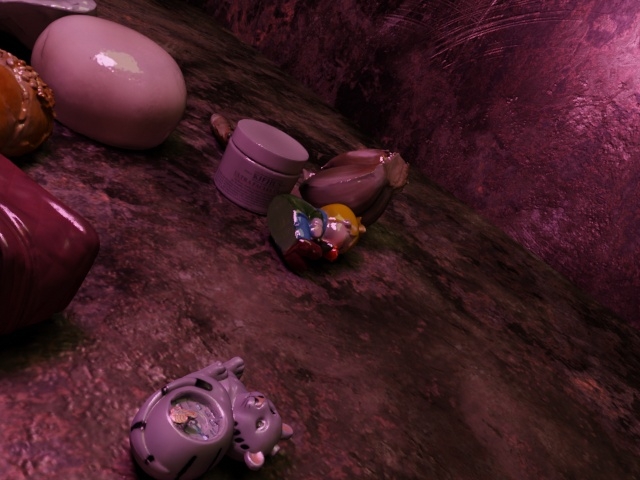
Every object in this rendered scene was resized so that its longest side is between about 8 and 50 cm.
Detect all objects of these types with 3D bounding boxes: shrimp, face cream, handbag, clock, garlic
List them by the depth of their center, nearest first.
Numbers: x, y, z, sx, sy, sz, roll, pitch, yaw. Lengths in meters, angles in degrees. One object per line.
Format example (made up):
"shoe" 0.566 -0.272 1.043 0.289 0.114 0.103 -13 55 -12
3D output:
"clock" -0.110 0.200 0.557 0.117 0.080 0.176 40 22 20
"handbag" -0.371 -0.003 0.572 0.225 0.146 0.135 37 20 9
"face cream" -0.135 -0.164 1.199 0.177 0.153 0.177 24 24 -11
"garlic" 0.068 -0.143 1.313 0.210 0.292 0.237 48 36 -53
"shrimp" -0.229 -0.276 1.446 0.145 0.059 0.254 27 16 -36

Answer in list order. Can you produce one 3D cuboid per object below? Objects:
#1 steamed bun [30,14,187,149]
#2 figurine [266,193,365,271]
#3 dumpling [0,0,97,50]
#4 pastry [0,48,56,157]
"steamed bun" -0.442 -0.351 1.139 0.324 0.206 0.324 25 22 -11
"figurine" 0.011 -0.007 1.101 0.234 0.127 0.185 24 26 -41
"dumpling" -0.666 -0.547 1.235 0.270 0.320 0.212 8 72 -28
"pastry" -0.558 -0.234 0.807 0.255 0.162 0.311 32 24 -1
